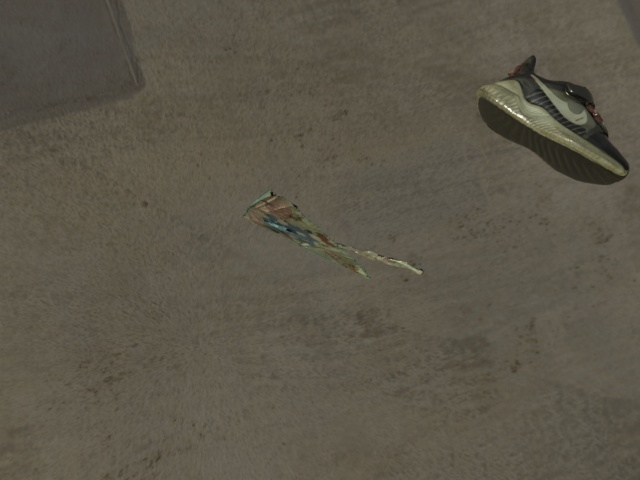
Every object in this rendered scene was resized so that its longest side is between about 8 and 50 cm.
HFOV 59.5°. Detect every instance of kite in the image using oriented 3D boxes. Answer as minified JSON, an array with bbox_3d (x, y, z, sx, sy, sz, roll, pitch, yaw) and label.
[{"bbox_3d":[0.000,0.000,0.813,0.314,0.335,0.011,16,77,31],"label":"kite"}]

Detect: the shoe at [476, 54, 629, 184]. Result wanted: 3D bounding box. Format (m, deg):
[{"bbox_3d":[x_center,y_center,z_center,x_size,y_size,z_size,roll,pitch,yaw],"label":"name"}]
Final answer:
[{"bbox_3d":[0.328,-0.170,0.765,0.227,0.099,0.112,36,83,20],"label":"shoe"}]
